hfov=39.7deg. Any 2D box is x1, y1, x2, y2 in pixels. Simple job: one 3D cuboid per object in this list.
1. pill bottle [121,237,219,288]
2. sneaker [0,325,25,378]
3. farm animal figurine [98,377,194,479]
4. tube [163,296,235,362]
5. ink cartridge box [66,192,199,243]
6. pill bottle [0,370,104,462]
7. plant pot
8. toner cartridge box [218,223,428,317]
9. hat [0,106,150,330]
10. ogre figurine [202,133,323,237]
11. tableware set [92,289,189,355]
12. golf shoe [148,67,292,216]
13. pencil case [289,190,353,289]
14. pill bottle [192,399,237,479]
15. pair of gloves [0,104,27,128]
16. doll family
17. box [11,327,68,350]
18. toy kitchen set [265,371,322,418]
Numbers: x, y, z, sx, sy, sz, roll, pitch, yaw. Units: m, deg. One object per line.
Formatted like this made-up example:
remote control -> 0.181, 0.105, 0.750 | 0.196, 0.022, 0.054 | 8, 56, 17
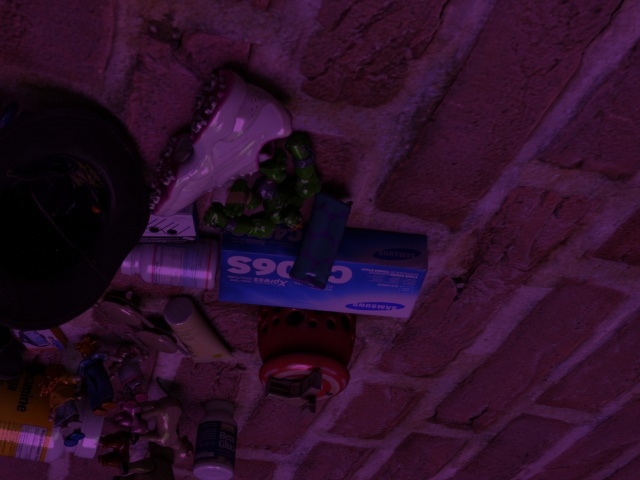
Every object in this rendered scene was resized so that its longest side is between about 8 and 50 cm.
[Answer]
pill bottle -> -0.257, 0.034, 1.526 | 0.160, 0.087, 0.087 | 7, 144, -5
sneaker -> -0.648, 0.223, 1.790 | 0.118, 0.083, 0.222 | 6, 148, 29
farm animal figurine -> -0.381, 0.516, 2.051 | 0.172, 0.326, 0.330 | 2, 155, -30
tube -> -0.245, 0.194, 1.777 | 0.070, 0.062, 0.240 | 34, 161, 28
ink cartridge box -> -0.307, -0.035, 1.453 | 0.207, 0.046, 0.097 | 1, 151, -1
pill bottle -> -0.652, 0.382, 1.948 | 0.334, 0.187, 0.188 | 13, 143, -16
plant pot -> -0.028, 0.201, 1.676 | 0.191, 0.174, 0.191 | 2, 147, 1
toner cartridge box -> 0.000, 0.050, 1.543 | 0.348, 0.075, 0.165 | 5, 145, -4
hat -> -0.420, -0.043, 1.301 | 0.134, 0.331, 0.331 | 20, 160, 41
ogre figurine -> -0.073, -0.072, 1.363 | 0.197, 0.097, 0.118 | -56, 139, -1
tableware set -> -0.350, 0.160, 1.745 | 0.128, 0.039, 0.194 | -2, 143, 40
golf shoe -> -0.152, -0.116, 1.296 | 0.140, 0.115, 0.306 | 17, 143, -25
pencil case -> 0.000, 0.000, 1.418 | 0.065, 0.151, 0.070 | 17, -177, -18
pill bottle -> -0.240, 0.459, 2.045 | 0.094, 0.169, 0.094 | 1, 145, 1
pair of gloves -> -0.447, -0.136, 1.356 | 0.198, 0.023, 0.159 | 19, 140, -28
doll family -> -0.481, 0.290, 1.814 | 0.263, 0.163, 0.118 | -32, 147, 10
box -> -0.578, 0.181, 1.801 | 0.081, 0.028, 0.136 | -4, 145, 9
toy kitchen set -> -0.048, 0.272, 1.564 | 0.075, 0.068, 0.083 | 18, 143, -20
